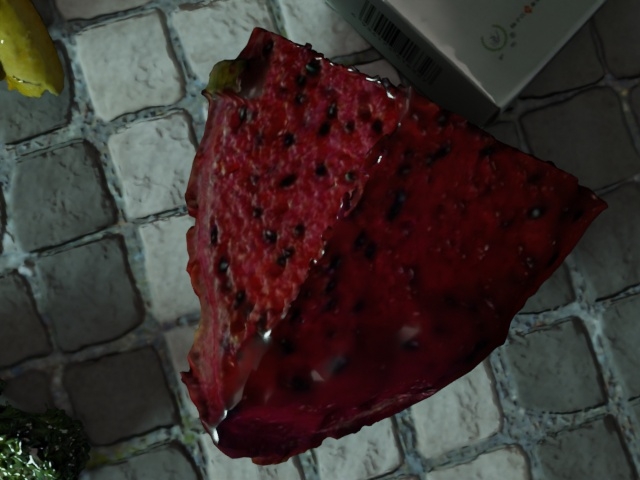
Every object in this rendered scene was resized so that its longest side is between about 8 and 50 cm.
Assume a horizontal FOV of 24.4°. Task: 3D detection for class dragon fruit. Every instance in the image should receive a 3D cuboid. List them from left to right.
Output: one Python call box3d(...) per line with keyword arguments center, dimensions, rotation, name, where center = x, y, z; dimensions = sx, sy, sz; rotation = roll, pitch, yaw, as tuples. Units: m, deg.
box3d(center=(0.000, 0.000, 1.064), dimensions=(0.302, 0.240, 0.330), rotation=(29, 74, 18), name="dragon fruit")

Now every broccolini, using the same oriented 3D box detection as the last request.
box3d(center=(-0.339, 0.067, 1.119), dimensions=(0.392, 0.074, 0.079), rotation=(38, 123, 2), name="broccolini")

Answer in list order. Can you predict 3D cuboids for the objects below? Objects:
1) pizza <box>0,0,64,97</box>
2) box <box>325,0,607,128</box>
box3d(center=(-0.340, -0.195, 1.057), dimensions=(0.258, 0.087, 0.268), rotation=(-13, 129, -3), name="pizza")
box3d(center=(0.088, -0.260, 1.167), dimensions=(0.299, 0.106, 0.200), rotation=(43, 80, 0), name="box")
